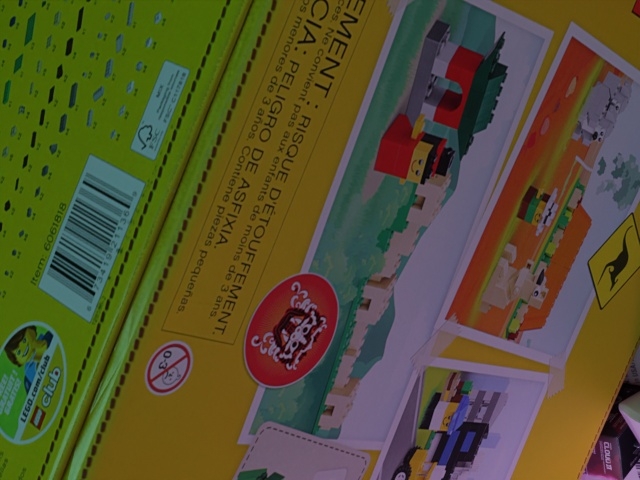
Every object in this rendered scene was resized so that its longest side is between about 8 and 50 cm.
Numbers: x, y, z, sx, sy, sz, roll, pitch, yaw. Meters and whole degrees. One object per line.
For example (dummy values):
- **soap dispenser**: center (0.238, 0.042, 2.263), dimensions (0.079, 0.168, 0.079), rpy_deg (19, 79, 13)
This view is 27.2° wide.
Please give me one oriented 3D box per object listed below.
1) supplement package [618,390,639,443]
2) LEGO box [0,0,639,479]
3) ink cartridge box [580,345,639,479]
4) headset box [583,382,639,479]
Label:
- **supplement package**: center (0.327, 0.111, 0.647), dimensions (0.262, 0.198, 0.199), rpy_deg (-31, 92, 0)
- **LEGO box**: center (0.000, 0.000, 0.661), dimensions (0.193, 0.372, 0.500), rpy_deg (27, 96, 42)
- **ink cartridge box**: center (0.183, 0.066, 0.877), dimensions (0.278, 0.117, 0.201), rpy_deg (-5, 109, 40)
- **headset box**: center (0.161, 0.111, 0.793), dimensions (0.083, 0.062, 0.032), rpy_deg (6, 117, 35)
